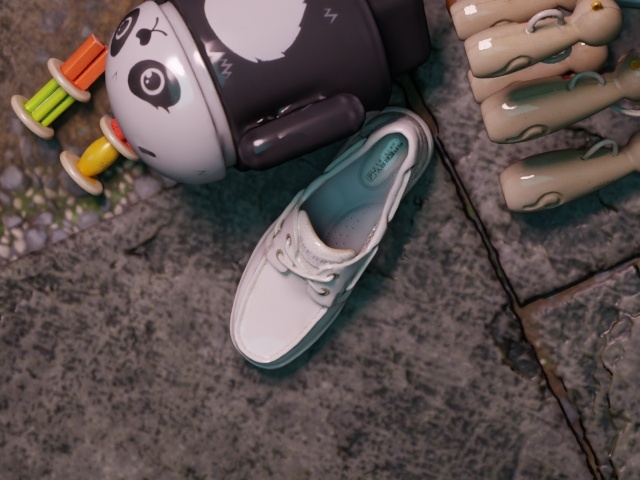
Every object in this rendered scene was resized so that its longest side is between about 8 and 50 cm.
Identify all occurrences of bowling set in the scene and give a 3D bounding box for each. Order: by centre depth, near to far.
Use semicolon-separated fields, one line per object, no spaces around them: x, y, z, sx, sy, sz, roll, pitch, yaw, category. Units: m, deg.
0.196;-0.174;1.619;0.154;0.287;0.200;-16;62;4;bowling set

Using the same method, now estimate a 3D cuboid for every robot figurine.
-0.048;-0.160;1.633;0.278;0.209;0.173;-24;98;-8;robot figurine

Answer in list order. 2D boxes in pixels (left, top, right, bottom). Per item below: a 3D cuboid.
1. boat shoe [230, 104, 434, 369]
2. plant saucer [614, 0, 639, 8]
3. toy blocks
0.000;0.000;1.708;0.098;0.096;0.277;32;102;2;boat shoe
0.310;-0.233;1.669;0.192;0.018;0.067;8;99;8;plant saucer
-0.190;-0.133;1.738;0.148;0.054;0.123;-41;91;12;toy blocks
